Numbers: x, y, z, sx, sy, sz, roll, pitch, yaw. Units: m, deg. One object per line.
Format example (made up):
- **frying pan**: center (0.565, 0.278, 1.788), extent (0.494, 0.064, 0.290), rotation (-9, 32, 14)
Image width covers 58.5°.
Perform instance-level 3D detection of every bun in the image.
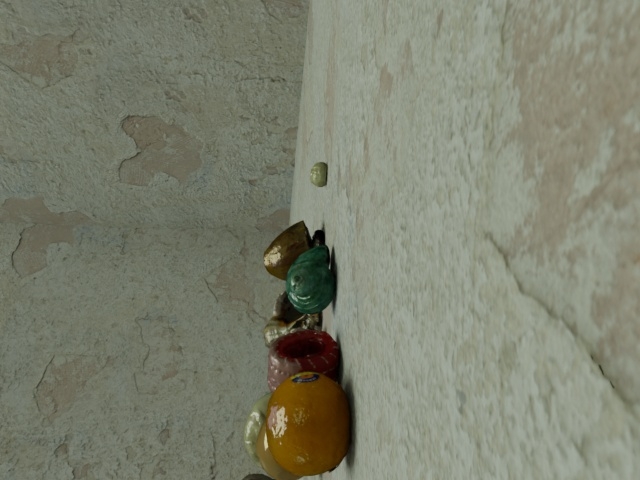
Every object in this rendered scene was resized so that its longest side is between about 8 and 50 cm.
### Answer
- **bun**: center (-0.124, 0.657, 1.961), extent (0.146, 0.287, 0.288), rotation (0, 88, 54)
- **bun**: center (-0.008, -0.219, 1.887), extent (0.086, 0.054, 0.086), rotation (-177, 90, -84)

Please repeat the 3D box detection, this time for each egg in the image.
- **egg**: center (-0.095, 0.624, 1.781), extent (0.201, 0.200, 0.245), rotation (-97, 22, -57)

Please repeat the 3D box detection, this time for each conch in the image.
- **conch**: center (-0.029, 0.108, 1.591), extent (0.202, 0.134, 0.196), rotation (151, 119, -84)
- **conch**: center (-0.079, 0.293, 1.986), extent (0.291, 0.159, 0.210), rotation (-24, 46, 41)

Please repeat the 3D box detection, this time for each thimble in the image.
- **thimble**: center (-0.042, 0.315, 1.429), extent (0.163, 0.189, 0.125), rotation (20, 117, 37)

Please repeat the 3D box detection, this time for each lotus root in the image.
- **lotus root**: center (-0.102, 0.044, 1.957), extent (0.199, 0.179, 0.188), rotation (-93, -15, -62)

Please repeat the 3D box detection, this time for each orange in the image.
- **orange**: center (-0.026, 0.399, 1.249), extent (0.219, 0.192, 0.220), rotation (164, 90, -83)

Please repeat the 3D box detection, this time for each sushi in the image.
- **sushi**: center (0.000, 0.000, 1.879), extent (0.046, 0.044, 0.083), rotation (-52, 32, 42)

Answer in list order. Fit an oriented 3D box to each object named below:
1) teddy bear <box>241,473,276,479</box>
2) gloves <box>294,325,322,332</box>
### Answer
- **teddy bear**: center (-0.192, 1.014, 2.261), extent (0.236, 0.267, 0.151), rotation (123, 159, -51)
- **gloves**: center (-0.033, 0.314, 1.768), extent (0.144, 0.094, 0.111), rotation (-146, 47, -60)
